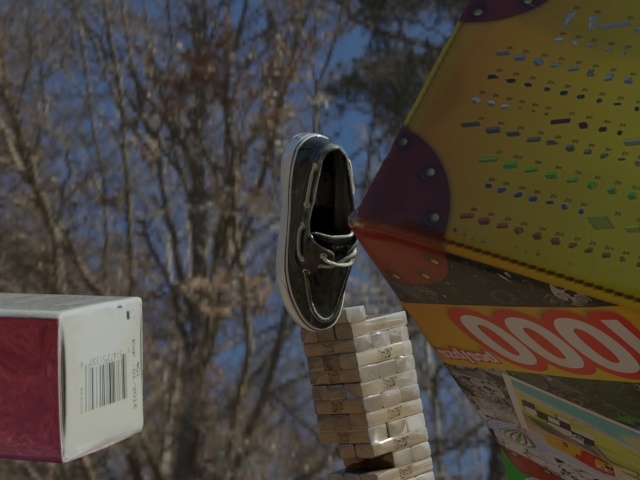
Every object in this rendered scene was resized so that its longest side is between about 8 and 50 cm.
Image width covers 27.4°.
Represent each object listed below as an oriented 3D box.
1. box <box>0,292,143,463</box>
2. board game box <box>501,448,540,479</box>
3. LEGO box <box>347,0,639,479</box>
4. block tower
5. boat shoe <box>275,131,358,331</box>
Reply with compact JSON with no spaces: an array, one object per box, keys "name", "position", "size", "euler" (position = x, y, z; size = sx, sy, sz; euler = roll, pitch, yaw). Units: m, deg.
[{"name":"box","position":[-0.290,0.114,1.151],"size":[0.232,0.148,0.127],"euler":[1,-86,20]},{"name":"board game box","position":[0.191,0.085,1.055],"size":[0.124,0.259,0.039],"euler":[-17,-18,28]},{"name":"LEGO box","position":[0.318,0.065,0.687],"size":[0.500,0.193,0.372],"euler":[18,-20,31]},{"name":"block tower","position":[0.063,0.239,1.494],"size":[0.097,0.335,0.091],"euler":[-10,-2,-41]},{"name":"boat shoe","position":[0.000,0.000,1.359],"size":[0.077,0.070,0.219],"euler":[-16,-66,-29]}]
